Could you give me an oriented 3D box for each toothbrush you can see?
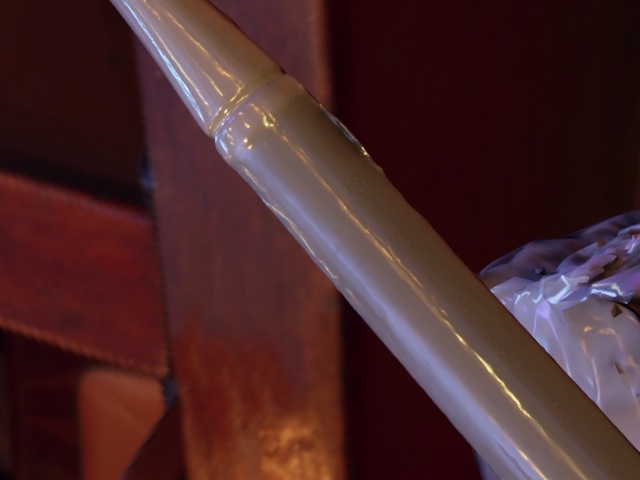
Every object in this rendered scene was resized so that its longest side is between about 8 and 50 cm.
[{"bbox_3d":[0.002,-0.002,0.334,0.030,0.025,0.342,-45,76,3],"label":"toothbrush"}]

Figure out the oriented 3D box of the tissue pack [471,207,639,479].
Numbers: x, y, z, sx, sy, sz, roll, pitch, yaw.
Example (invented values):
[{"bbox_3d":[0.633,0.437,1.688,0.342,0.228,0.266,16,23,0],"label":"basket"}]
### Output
[{"bbox_3d":[0.209,0.064,0.455,0.123,0.332,0.245,-10,100,64],"label":"tissue pack"}]
